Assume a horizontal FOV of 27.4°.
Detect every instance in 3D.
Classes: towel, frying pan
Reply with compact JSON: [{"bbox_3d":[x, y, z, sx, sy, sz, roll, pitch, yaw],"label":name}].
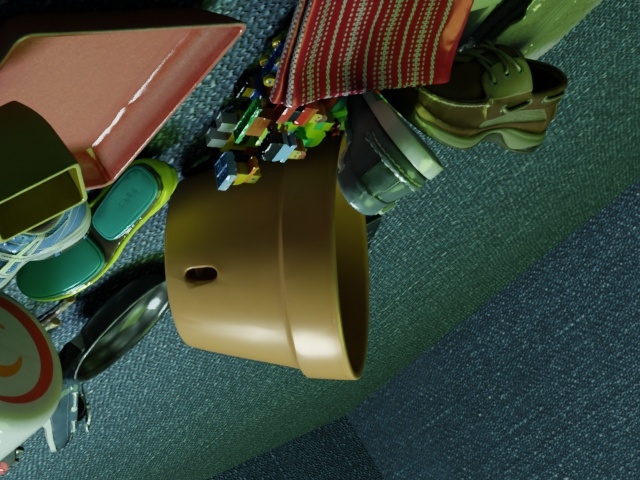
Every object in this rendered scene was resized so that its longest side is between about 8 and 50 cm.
[{"bbox_3d":[0.268,-0.277,1.673,0.187,0.049,0.282,-15,159,-46],"label":"towel"},{"bbox_3d":[0.070,-0.231,1.288,0.274,0.031,0.199,-16,131,-50],"label":"towel"},{"bbox_3d":[-0.311,0.149,1.759,0.326,0.053,0.197,-39,168,-34],"label":"frying pan"}]

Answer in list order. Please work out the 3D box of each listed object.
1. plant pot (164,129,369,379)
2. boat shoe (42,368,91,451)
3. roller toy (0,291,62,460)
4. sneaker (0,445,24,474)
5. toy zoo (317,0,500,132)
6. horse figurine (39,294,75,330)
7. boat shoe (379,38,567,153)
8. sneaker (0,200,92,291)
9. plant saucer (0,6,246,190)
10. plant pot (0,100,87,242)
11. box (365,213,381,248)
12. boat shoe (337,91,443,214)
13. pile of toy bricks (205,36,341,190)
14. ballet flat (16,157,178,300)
[{"bbox_3d":[-0.059,0.021,1.538,0.203,0.291,0.291,-3,169,10],"label":"plant pot"},{"bbox_3d":[-0.391,0.252,1.993,0.079,0.095,0.254,-17,154,-12],"label":"boat shoe"},{"bbox_3d":[-0.398,0.156,1.438,0.146,0.191,0.209,-39,164,27],"label":"roller toy"},{"bbox_3d":[-0.487,0.262,1.705,0.135,0.098,0.276,6,167,-39],"label":"sneaker"},{"bbox_3d":[0.093,-0.218,1.536,0.192,0.030,0.293,-21,162,-37],"label":"toy zoo"},{"bbox_3d":[-0.414,0.153,1.657,0.174,0.066,0.263,-46,166,33],"label":"horse figurine"},{"bbox_3d":[0.190,-0.186,1.564,0.324,0.122,0.120,-3,133,-55],"label":"boat shoe"},{"bbox_3d":[-0.329,0.001,1.321,0.211,0.080,0.081,-37,162,-20],"label":"sneaker"},{"bbox_3d":[-0.228,-0.122,1.156,0.259,0.048,0.258,-14,157,-49],"label":"plant saucer"},{"bbox_3d":[-0.245,-0.062,1.054,0.081,0.083,0.081,-28,164,-13],"label":"plant pot"},{"bbox_3d":[0.000,0.000,1.983,0.147,0.078,0.180,-28,165,-17],"label":"box"},{"bbox_3d":[0.053,-0.096,1.414,0.099,0.116,0.319,-43,-169,5],"label":"boat shoe"},{"bbox_3d":[-0.032,-0.122,1.384,0.105,0.118,0.212,4,149,-28],"label":"pile of toy bricks"},{"bbox_3d":[-0.242,-0.012,1.459,0.231,0.077,0.077,-40,-179,22],"label":"ballet flat"}]
